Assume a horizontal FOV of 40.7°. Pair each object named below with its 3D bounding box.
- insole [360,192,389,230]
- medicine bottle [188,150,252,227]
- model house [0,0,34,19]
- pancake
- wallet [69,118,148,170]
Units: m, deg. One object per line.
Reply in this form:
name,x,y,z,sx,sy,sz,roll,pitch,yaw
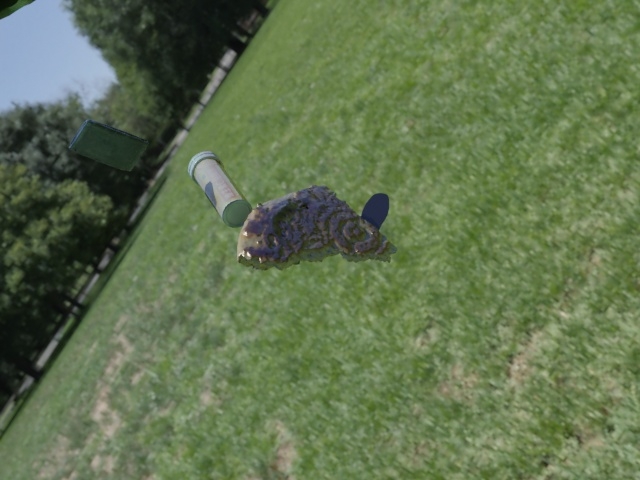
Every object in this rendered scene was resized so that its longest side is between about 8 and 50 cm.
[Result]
insole,0.087,-0.027,1.453,0.002,0.045,0.135,78,-155,-54
medicine bottle,-0.198,-0.102,1.715,0.074,0.074,0.218,-53,37,10
model house,-0.226,-0.248,0.409,0.185,0.291,0.253,-29,6,-29
pancake,0.000,0.000,1.387,0.266,0.245,0.057,-71,3,-53
wallet,-0.407,-0.184,1.661,0.088,0.129,0.026,-47,37,34
